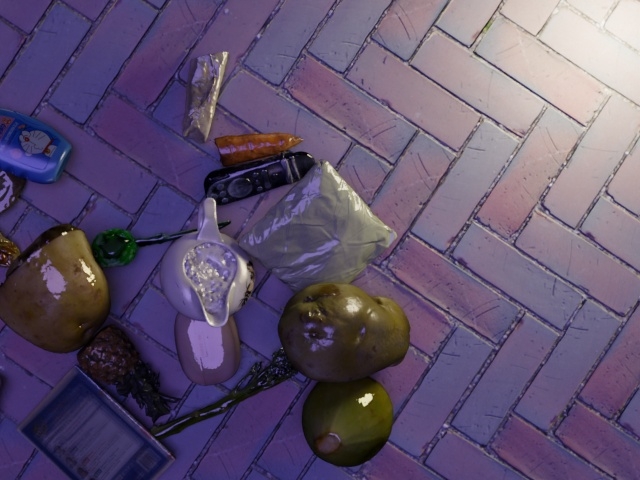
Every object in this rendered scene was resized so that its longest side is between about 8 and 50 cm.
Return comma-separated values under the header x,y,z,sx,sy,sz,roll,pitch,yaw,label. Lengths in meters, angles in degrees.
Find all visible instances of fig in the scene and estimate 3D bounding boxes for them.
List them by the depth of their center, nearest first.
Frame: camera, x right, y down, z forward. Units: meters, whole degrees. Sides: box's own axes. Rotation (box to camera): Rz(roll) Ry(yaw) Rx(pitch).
x,y,z,sx,sy,sz,roll,pitch,yaw,label
0.056,0.413,1.653,0.207,0.230,0.207,10,132,11,fig

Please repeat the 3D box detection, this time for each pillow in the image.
x,y,z,sx,sy,sz,roll,pitch,yaw,label
0.002,0.000,1.684,0.274,0.076,0.281,-45,116,-1,pillow

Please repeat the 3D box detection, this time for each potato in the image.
x,y,z,sx,sy,sz,roll,pitch,yaw,label
-0.576,0.127,1.630,0.285,0.242,0.242,-43,91,8,potato
0.067,0.202,1.636,0.351,0.218,0.202,13,117,-35,potato

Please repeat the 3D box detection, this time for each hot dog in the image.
x,y,z,sx,sy,sz,roll,pitch,yaw,label
-0.770,0.007,1.715,0.169,0.061,0.078,44,90,-1,hot dog

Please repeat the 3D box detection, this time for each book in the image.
x,y,z,sx,sy,sz,roll,pitch,yaw,label
-0.525,0.474,1.723,0.322,0.018,0.228,45,99,0,book

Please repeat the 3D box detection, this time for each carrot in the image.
x,y,z,sx,sy,sz,roll,pitch,yaw,label
-0.142,-0.221,1.722,0.205,0.072,0.072,-9,90,-2,carrot

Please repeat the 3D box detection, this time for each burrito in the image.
x,y,z,sx,sy,sz,roll,pitch,yaw,label
-0.277,-0.340,1.724,0.087,0.060,0.225,10,89,-6,burrito

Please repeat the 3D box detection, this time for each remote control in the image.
x,y,z,sx,sy,sz,roll,pitch,yaw,label
-0.144,-0.156,1.725,0.266,0.090,0.066,-17,52,-5,remote control

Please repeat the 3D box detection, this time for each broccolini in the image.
x,y,z,sx,sy,sz,roll,pitch,yaw,label
-0.229,0.358,1.727,0.392,0.078,0.074,-24,57,0,broccolini

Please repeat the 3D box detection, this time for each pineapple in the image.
x,y,z,sx,sy,sz,roll,pitch,yaw,label
-0.440,0.313,1.699,0.128,0.128,0.248,-43,97,-1,pineapple

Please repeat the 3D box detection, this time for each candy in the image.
x,y,z,sx,sy,sz,roll,pitch,yaw,label
-0.368,-0.005,1.724,0.324,0.097,0.097,-12,90,-9,candy

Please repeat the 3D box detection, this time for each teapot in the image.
x,y,z,sx,sy,sz,roll,pitch,yaw,label
-0.252,0.056,1.636,0.209,0.166,0.299,-6,77,-9,teapot

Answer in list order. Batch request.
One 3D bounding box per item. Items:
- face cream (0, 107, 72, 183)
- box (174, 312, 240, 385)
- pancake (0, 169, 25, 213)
x,y,z,sx,sy,sz,roll,pitch,yaw,label
-0.712,-0.230,1.683,0.264,0.083,0.149,24,60,-11,face cream
-0.262,0.235,1.710,0.146,0.088,0.200,-11,89,-2,box
-0.808,-0.160,1.704,0.236,0.042,0.222,27,73,-13,pancake
